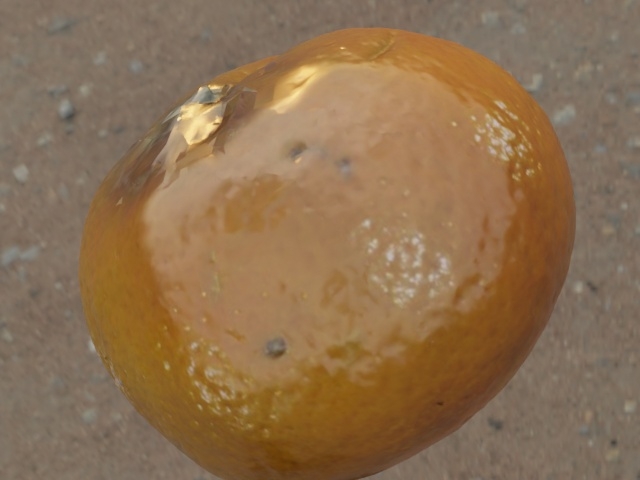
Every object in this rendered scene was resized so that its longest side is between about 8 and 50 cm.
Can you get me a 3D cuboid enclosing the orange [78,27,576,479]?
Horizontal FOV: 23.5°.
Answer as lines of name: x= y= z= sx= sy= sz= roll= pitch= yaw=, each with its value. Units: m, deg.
orange: x=0.000 y=0.000 z=0.667 sx=0.224 sy=0.170 sz=0.224 roll=-34 pitch=23 yaw=17
